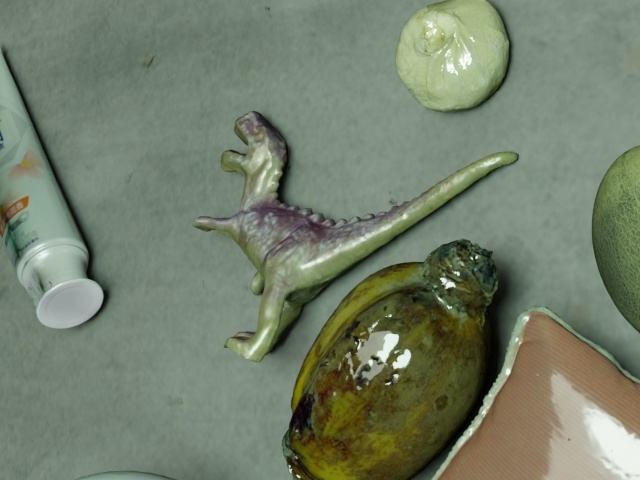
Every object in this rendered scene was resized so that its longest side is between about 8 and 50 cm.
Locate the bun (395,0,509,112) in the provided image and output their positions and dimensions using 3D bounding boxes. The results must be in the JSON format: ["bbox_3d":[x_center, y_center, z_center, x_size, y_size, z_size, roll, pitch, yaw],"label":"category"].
[{"bbox_3d":[0.087,-0.131,0.891,0.086,0.054,0.086,-9,76,38],"label":"bun"}]

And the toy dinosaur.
[{"bbox_3d":[-0.004,-0.002,0.935,0.251,0.072,0.200,16,82,51],"label":"toy dinosaur"}]

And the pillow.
[{"bbox_3d":[0.149,0.156,0.762,0.171,0.075,0.179,38,104,26],"label":"pillow"}]

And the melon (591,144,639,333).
[{"bbox_3d":[0.207,0.003,0.737,0.098,0.098,0.131,-32,62,31],"label":"melon"}]

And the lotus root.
[{"bbox_3d":[0.050,0.086,0.840,0.209,0.120,0.120,-54,53,20],"label":"lotus root"}]

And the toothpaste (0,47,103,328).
[{"bbox_3d":[-0.279,-0.053,1.184,0.100,0.066,0.323,-50,49,21],"label":"toothpaste"}]

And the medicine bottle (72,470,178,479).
[{"bbox_3d":[-0.187,0.318,0.908,0.302,0.241,0.241,-36,59,40],"label":"medicine bottle"}]
